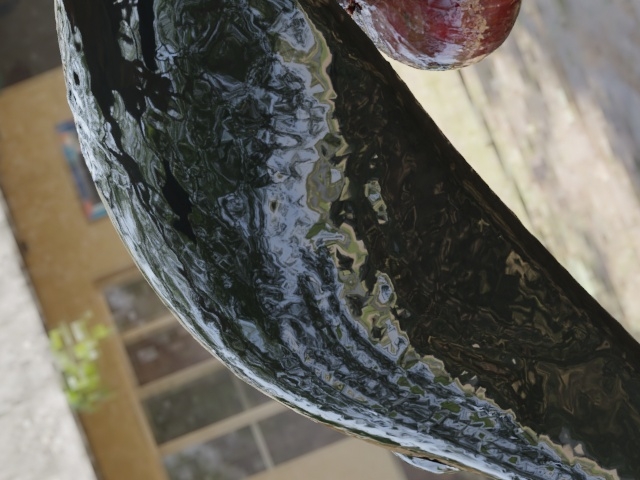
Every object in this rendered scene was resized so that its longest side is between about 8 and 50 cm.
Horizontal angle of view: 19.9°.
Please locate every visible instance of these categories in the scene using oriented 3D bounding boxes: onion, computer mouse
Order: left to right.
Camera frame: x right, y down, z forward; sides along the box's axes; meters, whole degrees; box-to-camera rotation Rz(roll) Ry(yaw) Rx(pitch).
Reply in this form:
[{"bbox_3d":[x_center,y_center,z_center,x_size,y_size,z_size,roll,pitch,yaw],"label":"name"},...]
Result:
[{"bbox_3d":[0.000,0.000,0.521,0.264,0.088,0.147,42,177,-26],"label":"computer mouse"},{"bbox_3d":[0.046,-0.128,0.842,0.107,0.097,0.107,48,155,31],"label":"onion"}]
